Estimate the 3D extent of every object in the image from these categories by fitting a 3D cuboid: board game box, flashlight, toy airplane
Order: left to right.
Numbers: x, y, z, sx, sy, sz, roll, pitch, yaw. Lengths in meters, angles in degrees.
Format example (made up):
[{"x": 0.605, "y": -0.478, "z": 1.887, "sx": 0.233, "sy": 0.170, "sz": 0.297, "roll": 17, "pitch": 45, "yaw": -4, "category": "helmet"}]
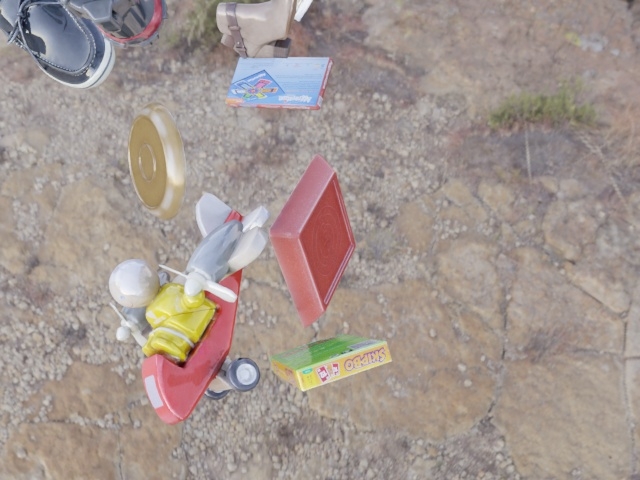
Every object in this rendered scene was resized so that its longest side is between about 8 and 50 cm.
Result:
[{"x": -0.247, "y": -0.296, "z": 0.819, "sx": 0.103, "sy": 0.304, "sz": 0.103, "roll": 28, "pitch": 93, "yaw": -8, "category": "flashlight"}, {"x": -0.238, "y": 0.079, "z": 1.240, "sx": 0.272, "sy": 0.386, "sz": 0.384, "roll": 20, "pitch": 17, "yaw": -27, "category": "toy airplane"}, {"x": -0.112, "y": -0.417, "z": 1.819, "sx": 0.281, "sy": 0.027, "sz": 0.145, "roll": 8, "pitch": 73, "yaw": 27, "category": "board game box"}, {"x": 0.004, "y": 0.169, "z": 0.990, "sx": 0.124, "sy": 0.259, "sz": 0.039, "roll": -16, "pitch": 91, "yaw": -13, "category": "board game box"}]

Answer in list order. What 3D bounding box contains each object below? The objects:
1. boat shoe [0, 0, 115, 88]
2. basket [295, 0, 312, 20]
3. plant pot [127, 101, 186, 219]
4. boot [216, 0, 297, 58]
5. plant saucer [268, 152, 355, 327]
[{"x": -0.686, "y": -0.535, "z": 1.646, "sx": 0.500, "sy": 0.156, "sz": 0.187, "roll": 43, "pitch": 102, "yaw": 18, "category": "boat shoe"}, {"x": -0.051, "y": -0.649, "z": 1.701, "sx": 0.103, "sy": 0.167, "sz": 0.113, "roll": 30, "pitch": 23, "yaw": -16, "category": "basket"}, {"x": -0.334, "y": -0.155, "z": 1.369, "sx": 0.032, "sy": 0.236, "sz": 0.236, "roll": -11, "pitch": 54, "yaw": -35, "category": "plant pot"}, {"x": -0.073, "y": -0.250, "z": 0.770, "sx": 0.087, "sy": 0.118, "sz": 0.042, "roll": 16, "pitch": 53, "yaw": 0, "category": "boot"}, {"x": 0.000, "y": 0.000, "z": 1.376, "sx": 0.048, "sy": 0.258, "sz": 0.259, "roll": 2, "pitch": 42, "yaw": 24, "category": "plant saucer"}]
